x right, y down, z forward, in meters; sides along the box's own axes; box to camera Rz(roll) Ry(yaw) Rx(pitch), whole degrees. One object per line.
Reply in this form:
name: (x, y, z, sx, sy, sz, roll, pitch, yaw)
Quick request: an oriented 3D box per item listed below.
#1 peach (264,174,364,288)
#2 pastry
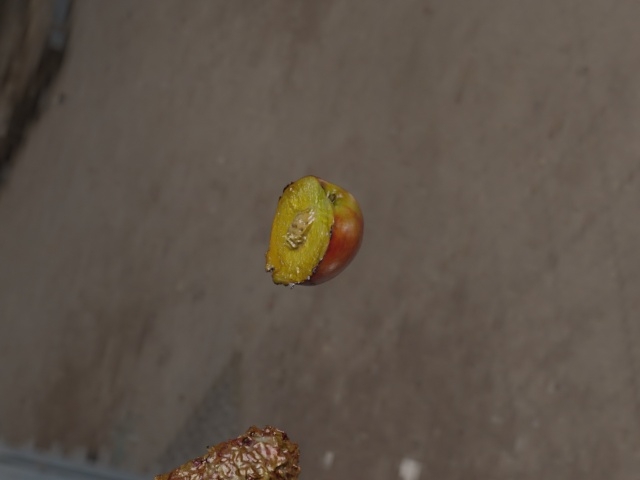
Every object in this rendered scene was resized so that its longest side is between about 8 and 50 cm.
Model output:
peach: (0.001, -0.001, 1.505, 0.098, 0.061, 0.098, -27, 57, 53)
pastry: (-0.094, 0.233, 1.854, 0.087, 0.169, 0.063, 53, 161, 24)
